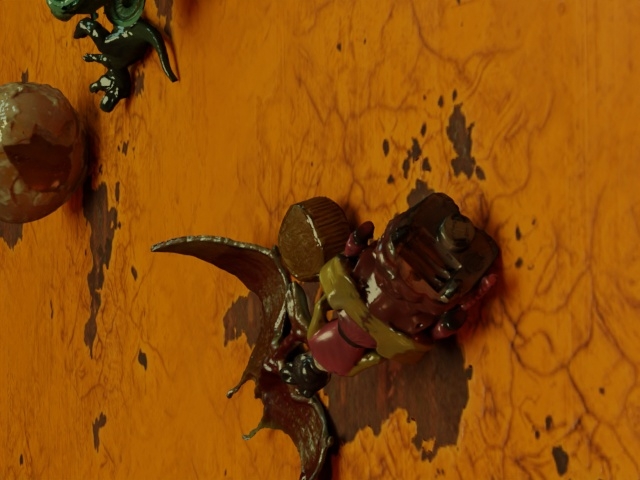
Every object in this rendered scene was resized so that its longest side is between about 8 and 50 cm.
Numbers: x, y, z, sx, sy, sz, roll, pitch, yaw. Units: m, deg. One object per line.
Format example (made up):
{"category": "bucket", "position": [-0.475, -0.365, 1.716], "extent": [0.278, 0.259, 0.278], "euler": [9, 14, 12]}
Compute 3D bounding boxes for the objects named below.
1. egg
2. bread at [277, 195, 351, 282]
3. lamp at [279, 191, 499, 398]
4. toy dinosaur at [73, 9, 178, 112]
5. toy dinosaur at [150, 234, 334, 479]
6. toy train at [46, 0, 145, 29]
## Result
{"category": "egg", "position": [-0.440, -0.125, 2.024], "extent": [0.195, 0.195, 0.233], "euler": [59, 135, 44]}
{"category": "bread", "position": [0.000, 0.000, 1.327], "extent": [0.085, 0.053, 0.085], "euler": [24, 120, 51]}
{"category": "lamp", "position": [0.051, 0.057, 1.175], "extent": [0.253, 0.118, 0.118], "euler": [128, 135, -54]}
{"category": "toy dinosaur", "position": [-0.237, -0.233, 1.820], "extent": [0.179, 0.087, 0.187], "euler": [37, 150, 13]}
{"category": "toy dinosaur", "position": [-0.074, 0.146, 1.409], "extent": [0.206, 0.113, 0.327], "euler": [-17, 77, 61]}
{"category": "toy train", "position": [-0.217, -0.371, 1.579], "extent": [0.307, 0.126, 0.189], "euler": [-25, 77, 35]}
